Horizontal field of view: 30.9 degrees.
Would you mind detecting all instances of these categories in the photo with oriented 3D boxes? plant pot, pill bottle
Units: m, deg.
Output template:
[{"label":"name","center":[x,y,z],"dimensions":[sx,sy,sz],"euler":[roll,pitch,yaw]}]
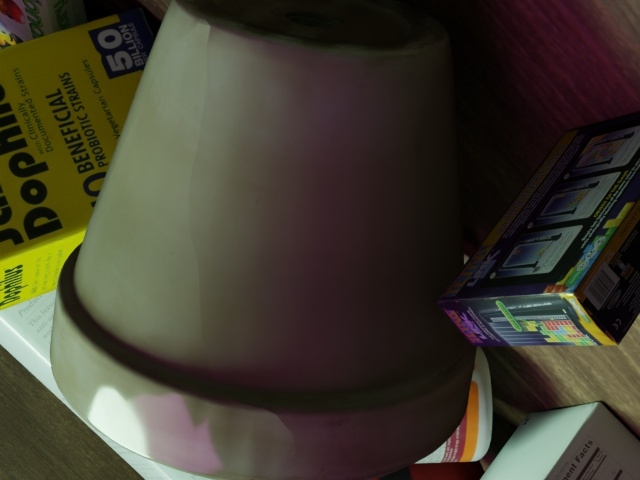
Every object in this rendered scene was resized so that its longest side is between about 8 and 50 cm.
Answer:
[{"label":"plant pot","center":[-0.023,-0.031,0.836],"dimensions":[0.323,0.323,0.280],"euler":[26,119,31]},{"label":"pill bottle","center":[0.052,0.161,1.151],"dimensions":[0.221,0.121,0.121],"euler":[0,153,-4]}]

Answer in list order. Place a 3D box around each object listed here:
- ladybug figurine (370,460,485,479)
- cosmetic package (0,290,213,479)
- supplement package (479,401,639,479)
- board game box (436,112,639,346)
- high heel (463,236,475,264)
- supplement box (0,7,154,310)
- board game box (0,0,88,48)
[{"label":"ladybug figurine","center":[0.056,0.288,1.236],"dimensions":[0.162,0.305,0.449],"euler":[105,156,-42]},{"label":"cosmetic package","center":[-0.274,0.128,1.589],"dimensions":[0.453,0.230,0.161],"euler":[46,157,-9]},{"label":"supplement package","center":[0.285,0.292,1.135],"dimensions":[0.244,0.134,0.139],"euler":[44,157,-6]},{"label":"board game box","center":[0.171,-0.008,0.742],"dimensions":[0.048,0.170,0.141],"euler":[46,157,-15]},{"label":"high heel","center":[0.000,0.000,1.156],"dimensions":[0.377,0.181,0.127],"euler":[-15,140,37]},{"label":"supplement box","center":[-0.308,-0.052,1.109],"dimensions":[0.194,0.356,0.195],"euler":[64,159,9]},{"label":"board game box","center":[-0.325,-0.295,1.151],"dimensions":[0.193,0.053,0.305],"euler":[34,156,15]}]
